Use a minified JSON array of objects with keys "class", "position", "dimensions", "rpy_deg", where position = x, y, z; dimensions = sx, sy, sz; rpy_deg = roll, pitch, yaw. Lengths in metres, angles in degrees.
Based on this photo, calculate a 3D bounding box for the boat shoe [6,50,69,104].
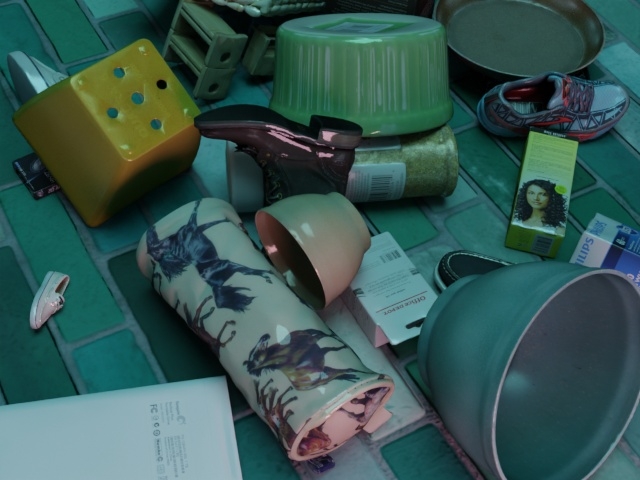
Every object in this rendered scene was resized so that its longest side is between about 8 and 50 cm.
[{"class":"boat shoe","position":[-0.420,-0.228,1.558],"dimensions":[0.088,0.096,0.267],"rpy_deg":[-30,59,-31]}]

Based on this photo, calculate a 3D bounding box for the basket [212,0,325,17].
[{"class":"basket","position":[-0.143,-0.576,1.695],"dimensions":[0.328,0.266,0.331],"rpy_deg":[21,23,14]}]

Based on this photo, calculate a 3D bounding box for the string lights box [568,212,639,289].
[{"class":"string lights box","position":[0.499,0.055,1.367],"dimensions":[0.260,0.076,0.133],"rpy_deg":[26,23,17]}]

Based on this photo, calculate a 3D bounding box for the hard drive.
[{"class":"hard drive","position":[-0.262,0.284,1.170],"dimensions":[0.319,0.040,0.210],"rpy_deg":[-7,50,-10]}]

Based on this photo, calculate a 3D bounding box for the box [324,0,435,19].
[{"class":"box","position":[0.110,-0.427,1.695],"dimensions":[0.167,0.203,0.168],"rpy_deg":[18,51,11]}]

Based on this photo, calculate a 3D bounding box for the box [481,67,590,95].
[{"class":"box","position":[0.391,-0.328,1.738],"dimensions":[0.191,0.045,0.184],"rpy_deg":[5,51,-1]}]

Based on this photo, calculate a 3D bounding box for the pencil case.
[{"class":"pencil case","position":[-0.082,0.109,1.259],"dimensions":[0.160,0.183,0.410],"rpy_deg":[-44,61,-1]}]

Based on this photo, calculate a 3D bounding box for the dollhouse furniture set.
[{"class":"dollhouse furniture set","position":[-0.160,-0.336,1.670],"dimensions":[0.184,0.129,0.129],"rpy_deg":[-7,46,-42]}]

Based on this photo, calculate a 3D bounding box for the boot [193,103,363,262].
[{"class":"boot","position":[-0.063,-0.070,1.368],"dimensions":[0.263,0.228,0.091],"rpy_deg":[8,22,-6]}]

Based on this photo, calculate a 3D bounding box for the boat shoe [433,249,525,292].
[{"class":"boat shoe","position":[0.308,0.079,1.354],"dimensions":[0.303,0.091,0.114],"rpy_deg":[24,52,15]}]

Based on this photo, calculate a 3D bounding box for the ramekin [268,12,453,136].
[{"class":"ramekin","position":[0.065,-0.275,1.516],"dimensions":[0.304,0.148,0.303],"rpy_deg":[-1,21,0]}]

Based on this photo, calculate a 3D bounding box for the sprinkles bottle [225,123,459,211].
[{"class":"sprinkles bottle","position":[0.032,-0.115,1.479],"dimensions":[0.356,0.121,0.121],"rpy_deg":[-4,50,-9]}]

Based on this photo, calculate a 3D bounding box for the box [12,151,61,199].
[{"class":"box","position":[-0.442,-0.108,1.502],"dimensions":[0.067,0.018,0.083],"rpy_deg":[-27,56,-24]}]

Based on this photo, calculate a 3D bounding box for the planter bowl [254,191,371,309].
[{"class":"planter bowl","position":[0.000,0.000,1.300],"dimensions":[0.109,0.162,0.162],"rpy_deg":[-33,59,-19]}]

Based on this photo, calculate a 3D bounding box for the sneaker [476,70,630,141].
[{"class":"sneaker","position":[0.404,-0.228,1.590],"dimensions":[0.262,0.125,0.104],"rpy_deg":[-6,78,-4]}]

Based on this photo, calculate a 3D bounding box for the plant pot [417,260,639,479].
[{"class":"plant pot","position":[0.248,0.151,1.195],"dimensions":[0.293,0.293,0.196],"rpy_deg":[-32,32,-27]}]

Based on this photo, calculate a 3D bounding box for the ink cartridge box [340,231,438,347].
[{"class":"ink cartridge box","position":[0.097,0.082,1.356],"dimensions":[0.104,0.060,0.180],"rpy_deg":[-20,54,-19]}]

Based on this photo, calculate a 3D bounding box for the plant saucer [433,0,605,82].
[{"class":"plant saucer","position":[0.357,-0.379,1.718],"dimensions":[0.311,0.050,0.310],"rpy_deg":[3,49,-3]}]

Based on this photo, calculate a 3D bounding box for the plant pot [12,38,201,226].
[{"class":"plant pot","position":[-0.297,-0.179,1.409],"dimensions":[0.212,0.187,0.212],"rpy_deg":[-37,95,-31]}]

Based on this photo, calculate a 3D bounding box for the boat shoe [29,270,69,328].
[{"class":"boat shoe","position":[-0.381,0.085,1.335],"dimensions":[0.035,0.035,0.100],"rpy_deg":[6,43,4]}]

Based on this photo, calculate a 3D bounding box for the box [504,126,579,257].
[{"class":"box","position":[0.358,-0.082,1.517],"dimensions":[0.087,0.058,0.232],"rpy_deg":[13,50,7]}]
